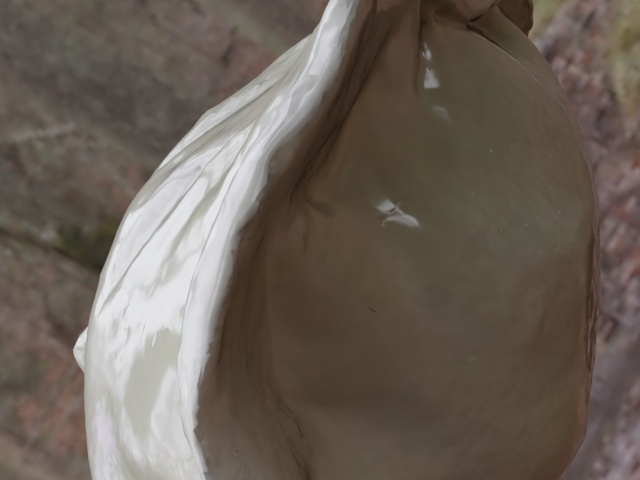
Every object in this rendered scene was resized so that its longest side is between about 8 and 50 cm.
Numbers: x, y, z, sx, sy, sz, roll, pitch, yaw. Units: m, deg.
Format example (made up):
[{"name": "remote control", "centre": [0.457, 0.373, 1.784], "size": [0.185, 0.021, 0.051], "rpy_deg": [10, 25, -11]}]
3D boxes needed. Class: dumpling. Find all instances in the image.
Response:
[{"name": "dumpling", "centre": [0.000, 0.000, 0.591], "size": [0.243, 0.187, 0.318], "rpy_deg": [74, -156, -52]}]
